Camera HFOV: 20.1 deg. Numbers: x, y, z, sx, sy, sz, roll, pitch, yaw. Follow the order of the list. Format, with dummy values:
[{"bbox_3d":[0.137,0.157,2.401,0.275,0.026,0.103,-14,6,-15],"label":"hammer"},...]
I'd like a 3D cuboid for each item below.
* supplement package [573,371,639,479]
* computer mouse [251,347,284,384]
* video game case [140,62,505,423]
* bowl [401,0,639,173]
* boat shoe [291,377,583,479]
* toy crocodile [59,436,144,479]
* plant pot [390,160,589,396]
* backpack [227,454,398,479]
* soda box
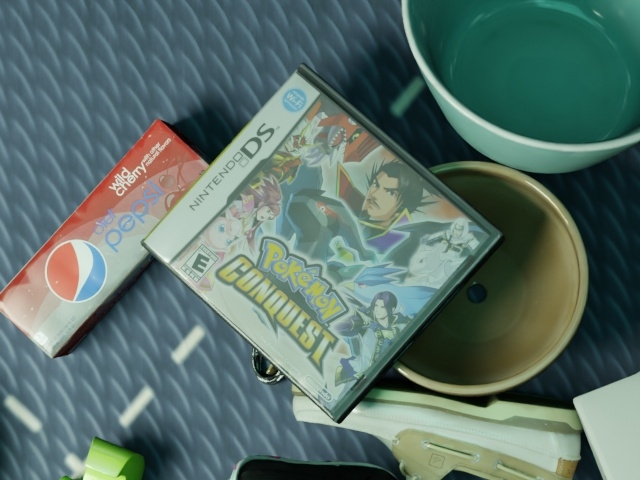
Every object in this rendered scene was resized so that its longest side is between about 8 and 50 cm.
[{"bbox_3d":[0.381,0.268,1.711,0.177,0.293,0.175,-22,129,5],"label":"supplement package"},{"bbox_3d":[0.004,0.049,1.904,0.071,0.041,0.242,38,99,4],"label":"computer mouse"},{"bbox_3d":[0.000,0.000,1.800,0.275,0.035,0.248,41,88,15],"label":"video game case"},{"bbox_3d":[0.230,-0.190,1.793,0.311,0.163,0.311,1,65,-2],"label":"bowl"},{"bbox_3d":[0.114,0.201,1.845,0.302,0.113,0.103,7,94,9],"label":"boat shoe"},{"bbox_3d":[-0.285,0.359,1.884,0.115,0.105,0.340,35,92,6],"label":"toy crocodile"},{"bbox_3d":[0.155,0.045,1.839,0.237,0.110,0.237,-2,79,9],"label":"plant pot"},{"bbox_3d":[-0.016,0.327,1.768,0.191,0.253,0.225,-43,51,25],"label":"backpack"},{"bbox_3d":[-0.219,-0.002,1.899,0.092,0.083,0.263,43,92,4],"label":"soda box"}]
